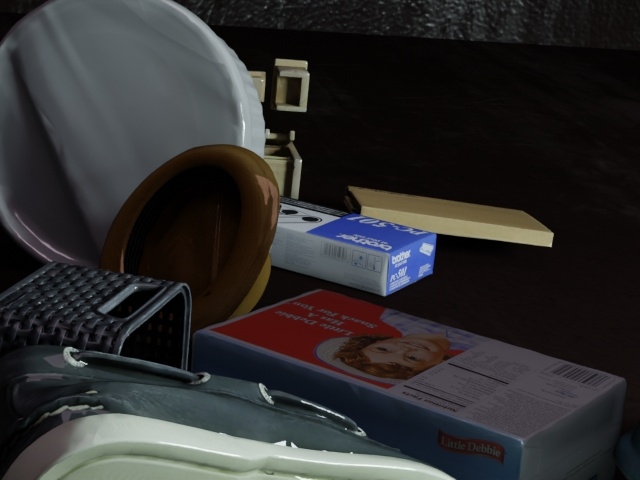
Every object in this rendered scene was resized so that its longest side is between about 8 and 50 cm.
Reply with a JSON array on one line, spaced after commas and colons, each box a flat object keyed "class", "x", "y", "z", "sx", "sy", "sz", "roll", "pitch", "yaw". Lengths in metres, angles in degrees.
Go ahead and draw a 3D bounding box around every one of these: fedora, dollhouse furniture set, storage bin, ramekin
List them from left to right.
[{"class": "storage bin", "x": -0.135, "y": 0.113, "z": 0.894, "sx": 0.084, "sy": 0.180, "sz": 0.122, "roll": 8, "pitch": 16, "yaw": 13}, {"class": "ramekin", "x": -0.177, "y": -0.098, "z": 1.492, "sx": 0.273, "sy": 0.272, "sz": 0.127, "roll": 11, "pitch": 6, "yaw": 17}, {"class": "fedora", "x": -0.098, "y": 0.014, "z": 1.349, "sx": 0.194, "sy": 0.194, "sz": 0.079, "roll": 19, "pitch": -16, "yaw": 40}, {"class": "dollhouse furniture set", "x": -0.113, "y": -0.129, "z": 1.775, "sx": 0.182, "sy": 0.160, "sz": 0.101, "roll": 4, "pitch": 16, "yaw": -9}]

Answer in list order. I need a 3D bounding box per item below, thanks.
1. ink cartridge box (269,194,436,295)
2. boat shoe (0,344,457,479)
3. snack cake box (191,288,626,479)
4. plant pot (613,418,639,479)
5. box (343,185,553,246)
[{"class": "ink cartridge box", "x": 0.000, "y": 0.000, "z": 1.575, "sx": 0.207, "sy": 0.046, "sz": 0.097, "roll": 15, "pitch": 19, "yaw": 28}, {"class": "boat shoe", "x": -0.035, "y": 0.128, "z": 0.814, "sx": 0.340, "sy": 0.127, "sz": 0.113, "roll": 17, "pitch": 22, "yaw": -42}, {"class": "snack cake box", "x": 0.057, "y": 0.118, "z": 1.108, "sx": 0.264, "sy": 0.089, "sz": 0.152, "roll": 16, "pitch": 21, "yaw": 33}, {"class": "plant pot", "x": 0.389, "y": 0.025, "z": 0.994, "sx": 0.341, "sy": 0.334, "sz": 0.341, "roll": 12, "pitch": 8, "yaw": -2}, {"class": "box", "x": 0.131, "y": -0.025, "z": 1.691, "sx": 0.201, "sy": 0.021, "sz": 0.164, "roll": 8, "pitch": 9, "yaw": -6}]
